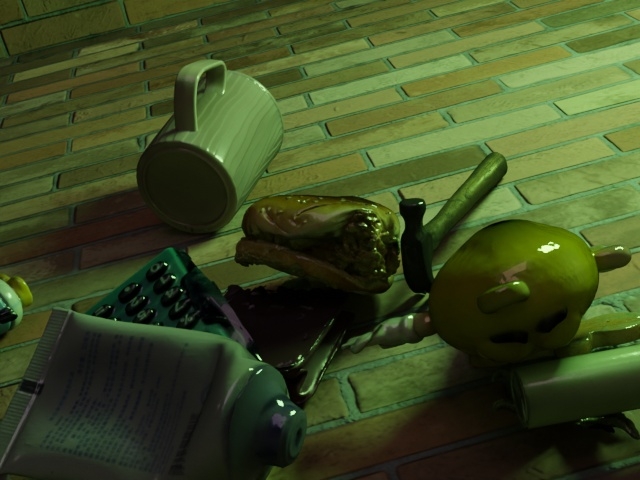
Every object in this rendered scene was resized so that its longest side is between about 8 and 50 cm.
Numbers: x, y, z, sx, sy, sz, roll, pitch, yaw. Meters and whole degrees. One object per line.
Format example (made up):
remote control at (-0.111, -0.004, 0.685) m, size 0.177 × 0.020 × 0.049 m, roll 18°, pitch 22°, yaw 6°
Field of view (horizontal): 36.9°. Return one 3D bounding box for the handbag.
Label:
handbag at (-0.075, 0.143, 1.370) m, size 0.203 × 0.074 × 0.216 m, roll 1°, pitch 30°, yaw 23°

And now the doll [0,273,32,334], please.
doll at (-0.607, 0.147, 1.509) m, size 0.177 × 0.141 × 0.314 m, roll 5°, pitch 30°, yaw 40°

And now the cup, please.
cup at (-0.192, -0.188, 1.798) m, size 0.208 × 0.288 × 0.273 m, roll 28°, pitch 40°, yaw -2°

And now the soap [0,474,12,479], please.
soap at (-0.514, 0.315, 1.251) m, size 0.203 × 0.065 × 0.122 m, roll -25°, pitch 31°, yaw -19°

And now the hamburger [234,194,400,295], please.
hamburger at (0.000, 0.000, 1.428) m, size 0.243 × 0.146 × 0.286 m, roll 7°, pitch 2°, yaw -19°

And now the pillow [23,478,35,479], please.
pillow at (-0.307, 0.337, 1.143) m, size 0.229 × 0.051 × 0.128 m, roll 0°, pitch 28°, yaw 25°

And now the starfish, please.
starfish at (0.306, 0.180, 1.168) m, size 0.208 × 0.053 × 0.176 m, roll 6°, pitch 30°, yaw 26°

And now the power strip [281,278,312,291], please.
power strip at (-0.040, 0.085, 1.508) m, size 0.055 × 0.035 × 0.083 m, roll -7°, pitch 16°, yaw 11°

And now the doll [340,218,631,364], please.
doll at (0.225, 0.062, 1.215) m, size 0.423 × 0.161 × 0.348 m, roll -18°, pitch -4°, yaw -45°

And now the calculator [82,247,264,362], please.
calculator at (-0.231, 0.146, 1.305) m, size 0.248 × 0.058 × 0.274 m, roll -37°, pitch 49°, yaw -2°

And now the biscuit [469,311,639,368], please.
biscuit at (0.304, 0.129, 1.242) m, size 0.234 × 0.030 × 0.153 m, roll -10°, pitch 10°, yaw 6°

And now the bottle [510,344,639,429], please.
bottle at (0.320, 0.160, 1.078) m, size 0.201 × 0.072 × 0.072 m, roll -10°, pitch 29°, yaw -1°

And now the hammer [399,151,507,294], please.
hammer at (0.225, -0.057, 1.548) m, size 0.044 × 0.168 × 0.440 m, roll 5°, pitch 25°, yaw 26°

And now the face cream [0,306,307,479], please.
face cream at (-0.212, 0.203, 1.163) m, size 0.420 × 0.137 × 0.235 m, roll 5°, pitch 62°, yaw 26°
